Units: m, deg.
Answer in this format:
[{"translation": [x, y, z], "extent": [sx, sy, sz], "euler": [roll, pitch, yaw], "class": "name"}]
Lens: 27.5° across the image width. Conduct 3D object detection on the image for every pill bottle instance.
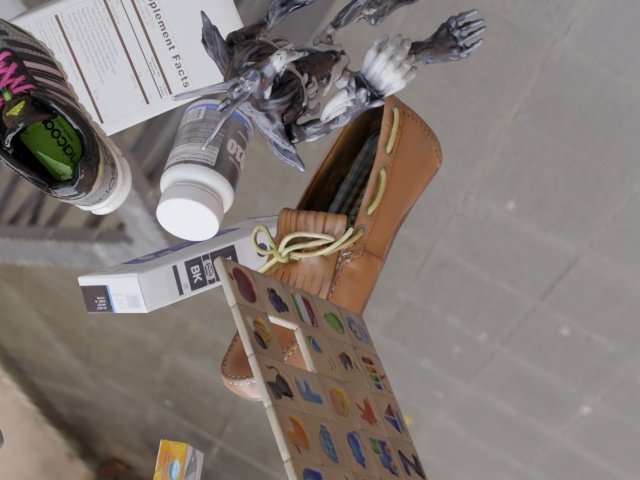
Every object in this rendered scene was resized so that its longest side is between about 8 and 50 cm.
[{"translation": [-0.120, -0.072, 1.344], "extent": [0.078, 0.137, 0.078], "euler": [8, 142, 6], "class": "pill bottle"}]

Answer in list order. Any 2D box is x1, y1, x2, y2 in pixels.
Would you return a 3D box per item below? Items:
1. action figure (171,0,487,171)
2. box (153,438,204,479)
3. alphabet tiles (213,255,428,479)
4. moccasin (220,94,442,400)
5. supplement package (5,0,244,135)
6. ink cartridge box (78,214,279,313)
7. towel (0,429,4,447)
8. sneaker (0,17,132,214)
[{"translation": [0.009, -0.168, 1.106], "extent": [0.164, 0.276, 0.141], "euler": [53, 142, 10], "class": "action figure"}, {"translation": [-0.134, 0.234, 1.227], "extent": [0.028, 0.081, 0.136], "euler": [7, 167, 7], "class": "box"}, {"translation": [0.018, 0.133, 0.931], "extent": [0.009, 0.237, 0.198], "euler": [-33, 150, 21], "class": "alphabet tiles"}, {"translation": [0.002, 0.001, 1.424], "extent": [0.139, 0.380, 0.147], "euler": [18, 159, 48], "class": "moccasin"}, {"translation": [-0.256, -0.244, 1.665], "extent": [0.175, 0.293, 0.177], "euler": [68, 168, -15], "class": "supplement package"}, {"translation": [-0.177, 0.032, 1.945], "extent": [0.165, 0.333, 0.065], "euler": [-5, 103, 50], "class": "ink cartridge box"}, {"translation": [-0.327, -0.020, 0.713], "extent": [0.312, 0.056, 0.324], "euler": [8, 134, 55], "class": "towel"}, {"translation": [-0.193, -0.088, 0.857], "extent": [0.170, 0.063, 0.075], "euler": [50, -174, 4], "class": "sneaker"}]
